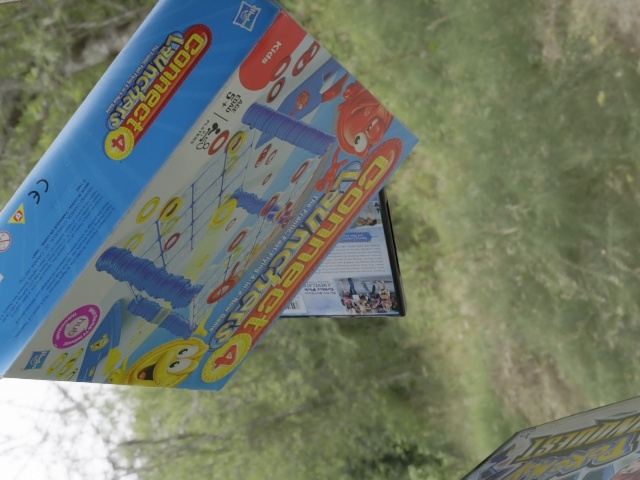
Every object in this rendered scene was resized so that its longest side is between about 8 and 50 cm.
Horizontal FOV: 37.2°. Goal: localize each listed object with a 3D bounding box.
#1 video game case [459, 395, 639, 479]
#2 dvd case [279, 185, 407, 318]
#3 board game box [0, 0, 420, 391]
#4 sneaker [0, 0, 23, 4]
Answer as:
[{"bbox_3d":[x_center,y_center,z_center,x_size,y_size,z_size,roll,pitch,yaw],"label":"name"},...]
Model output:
[{"bbox_3d":[0.122,0.149,0.496,0.248,0.275,0.035,-28,-94,-35],"label":"video game case"},{"bbox_3d":[0.000,0.000,1.145,0.022,0.180,0.253,-76,-21,-47],"label":"dvd case"},{"bbox_3d":[-0.087,-0.025,0.755,0.086,0.308,0.302,41,-173,24],"label":"board game box"},{"bbox_3d":[-0.309,-0.281,0.923,0.192,0.064,0.086,-29,-39,-41],"label":"sneaker"}]
